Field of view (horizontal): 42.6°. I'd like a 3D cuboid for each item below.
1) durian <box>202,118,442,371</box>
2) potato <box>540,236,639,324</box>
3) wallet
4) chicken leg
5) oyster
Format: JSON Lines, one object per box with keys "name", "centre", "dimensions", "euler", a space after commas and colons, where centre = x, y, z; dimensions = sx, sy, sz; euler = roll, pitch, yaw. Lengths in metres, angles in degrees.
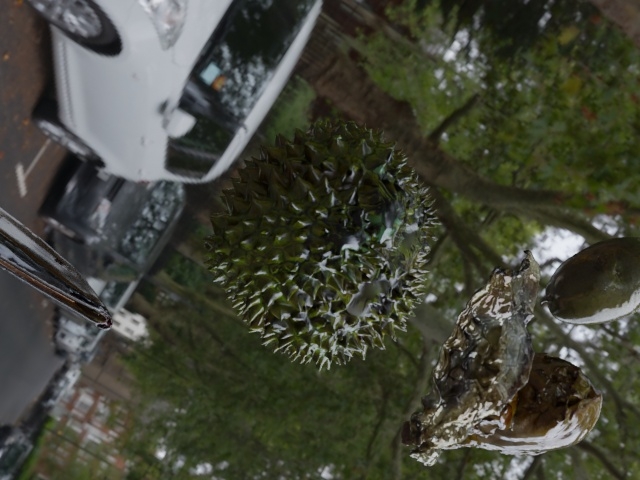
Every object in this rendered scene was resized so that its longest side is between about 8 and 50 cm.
{"name": "durian", "centre": [-0.003, -0.002, 0.929], "dimensions": [0.224, 0.291, 0.291], "euler": [37, -85, 44]}
{"name": "potato", "centre": [0.550, 0.083, 1.600], "dimensions": [0.251, 0.159, 0.174], "euler": [-19, 158, -1]}
{"name": "wallet", "centre": [-0.333, 0.023, 0.934], "dimensions": [0.042, 0.195, 0.161], "euler": [-49, -149, -5]}
{"name": "chicken leg", "centre": [0.296, 0.317, 1.531], "dimensions": [0.409, 0.295, 0.182], "euler": [-21, -113, 39]}
{"name": "oyster", "centre": [0.250, 0.182, 1.216], "dimensions": [0.201, 0.107, 0.355], "euler": [22, 98, -58]}
